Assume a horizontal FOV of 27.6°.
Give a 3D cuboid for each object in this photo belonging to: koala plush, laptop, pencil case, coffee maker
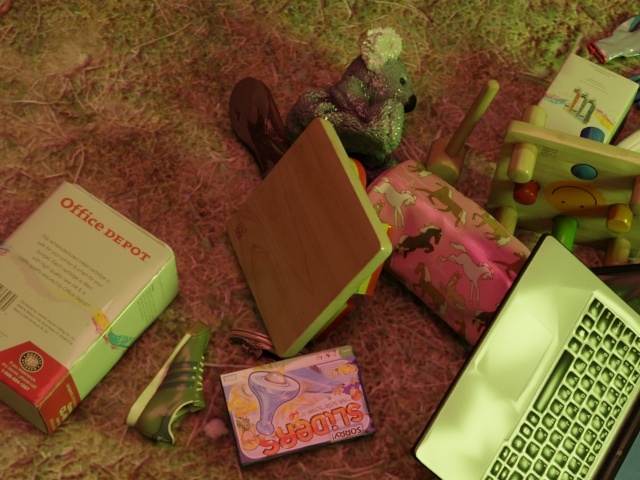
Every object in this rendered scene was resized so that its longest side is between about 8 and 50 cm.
[{"bbox_3d":[0.070,-0.222,2.083,0.203,0.196,0.221,20,63,16],"label":"koala plush"},{"bbox_3d":[0.409,0.243,1.705,0.408,0.236,0.382,41,67,-14],"label":"laptop"},{"bbox_3d":[0.219,0.051,1.944,0.386,0.167,0.160,41,60,20],"label":"pencil case"},{"bbox_3d":[0.478,0.075,1.932,0.178,0.171,0.120,-7,60,-5],"label":"coffee maker"}]

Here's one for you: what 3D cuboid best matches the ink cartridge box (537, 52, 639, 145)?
[{"bbox_3d":[0.410,-0.182,2.102,0.127,0.128,0.176,29,65,14],"label":"ink cartridge box"}]

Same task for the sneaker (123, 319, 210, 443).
[{"bbox_3d":[-0.199,0.214,1.904,0.086,0.064,0.192,32,65,7],"label":"sneaker"}]

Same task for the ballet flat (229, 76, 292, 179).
[{"bbox_3d":[-0.082,-0.165,2.127,0.084,0.058,0.250,-38,56,18],"label":"ballet flat"}]

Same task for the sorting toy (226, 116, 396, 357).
[{"bbox_3d":[0.000,0.000,1.925,0.089,0.255,0.257,11,43,-41],"label":"sorting toy"}]

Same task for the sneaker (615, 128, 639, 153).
[{"bbox_3d":[0.613,-0.098,2.063,0.319,0.127,0.208,-20,62,-12],"label":"sneaker"}]

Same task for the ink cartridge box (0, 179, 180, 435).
[{"bbox_3d":[-0.387,0.097,1.923,0.226,0.131,0.306,34,63,17],"label":"ink cartridge box"}]

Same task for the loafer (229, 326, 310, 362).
[{"bbox_3d":[-0.079,0.164,1.944,0.125,0.045,0.039,17,70,4],"label":"loafer"}]

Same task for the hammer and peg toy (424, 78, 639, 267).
[{"bbox_3d":[0.334,-0.089,1.969,0.361,0.266,0.127,16,61,7],"label":"hammer and peg toy"}]

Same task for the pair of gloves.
[{"bbox_3d":[0.567,-0.305,2.238,0.159,0.023,0.198,-22,62,-11],"label":"pair of gloves"}]

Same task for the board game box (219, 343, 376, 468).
[{"bbox_3d":[-0.034,0.240,1.891,0.201,0.035,0.136,-13,73,-9],"label":"board game box"}]
